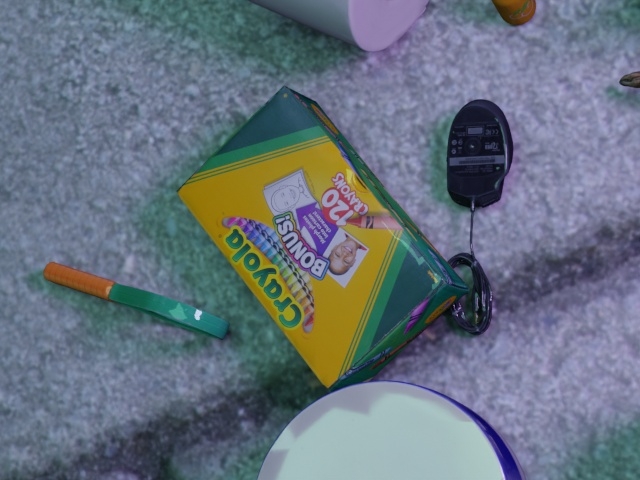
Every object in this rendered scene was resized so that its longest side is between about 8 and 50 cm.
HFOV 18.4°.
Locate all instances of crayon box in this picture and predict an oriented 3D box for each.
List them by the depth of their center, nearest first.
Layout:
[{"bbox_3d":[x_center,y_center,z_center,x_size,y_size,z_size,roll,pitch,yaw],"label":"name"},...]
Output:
[{"bbox_3d":[0.000,0.000,2.022,0.165,0.081,0.278,-44,69,12],"label":"crayon box"}]

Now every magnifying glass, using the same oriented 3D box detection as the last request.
[{"bbox_3d":[-0.197,0.063,2.086,0.231,0.092,0.026,18,83,30],"label":"magnifying glass"}]

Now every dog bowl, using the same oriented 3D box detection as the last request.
[{"bbox_3d":[0.070,0.272,1.937,0.265,0.104,0.265,-4,76,16],"label":"dog bowl"}]

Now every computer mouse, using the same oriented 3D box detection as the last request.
[{"bbox_3d":[0.162,-0.024,2.018,0.071,0.041,0.242,2,85,26],"label":"computer mouse"}]

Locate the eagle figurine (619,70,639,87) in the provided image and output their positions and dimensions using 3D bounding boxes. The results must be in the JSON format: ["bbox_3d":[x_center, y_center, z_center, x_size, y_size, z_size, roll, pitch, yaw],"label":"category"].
[{"bbox_3d":[0.384,-0.287,1.874,0.226,0.225,0.298,3,98,18],"label":"eagle figurine"}]

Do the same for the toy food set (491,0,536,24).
[{"bbox_3d":[0.265,-0.325,2.013,0.232,0.104,0.111,-27,71,10],"label":"toy food set"}]

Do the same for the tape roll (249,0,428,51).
[{"bbox_3d":[0.023,-0.335,2.017,0.169,0.246,0.246,26,86,20],"label":"tape roll"}]
